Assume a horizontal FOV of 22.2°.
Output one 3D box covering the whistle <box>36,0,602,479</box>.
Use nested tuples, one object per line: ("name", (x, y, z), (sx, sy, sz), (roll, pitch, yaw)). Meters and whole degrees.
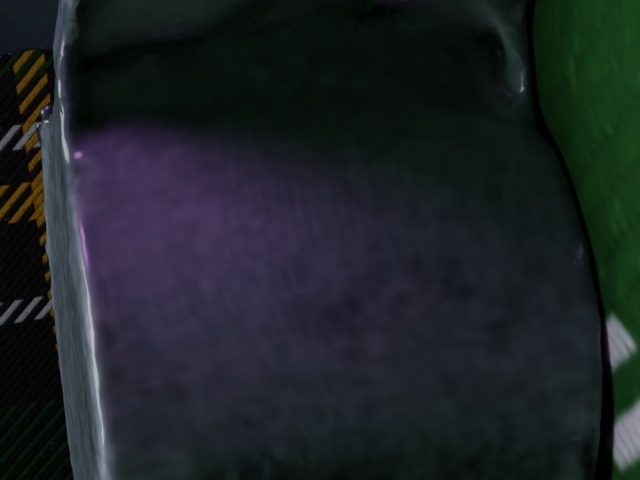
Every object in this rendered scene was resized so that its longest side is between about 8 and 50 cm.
("whistle", (-0.006, -0.028, 0.555), (0.188, 0.168, 0.405), (-116, 24, -57))

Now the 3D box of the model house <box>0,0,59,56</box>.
("model house", (-0.170, -0.325, 1.071), (0.329, 0.251, 0.295), (-100, 7, -48))
